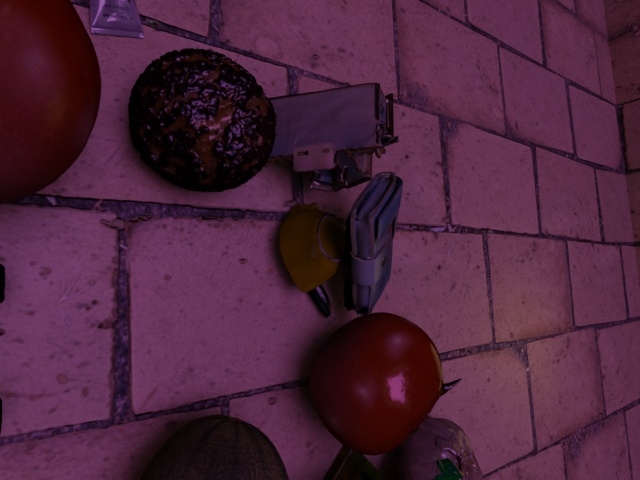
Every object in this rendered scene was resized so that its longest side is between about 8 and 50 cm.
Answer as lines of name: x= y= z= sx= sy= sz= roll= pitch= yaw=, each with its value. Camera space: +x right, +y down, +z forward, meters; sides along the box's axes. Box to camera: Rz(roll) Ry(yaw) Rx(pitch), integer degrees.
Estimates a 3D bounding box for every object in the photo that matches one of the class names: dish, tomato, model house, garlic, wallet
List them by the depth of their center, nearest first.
tomato: x=-0.414 y=-0.181 z=0.450 sx=0.321 sy=0.321 sz=0.321 roll=6 pitch=80 yaw=-35
tomato: x=0.104 y=0.261 z=0.797 sx=0.224 sy=0.256 sz=0.256 roll=48 pitch=58 yaw=-2
dish: x=0.000 y=0.000 z=0.833 sx=0.149 sy=0.080 sz=0.208 roll=30 pitch=54 yaw=-38
model house: x=0.026 y=-0.184 z=0.847 sx=0.206 sy=0.271 sz=0.178 roll=25 pitch=63 yaw=-69
wallet: x=0.104 y=0.011 z=0.847 sx=0.176 sy=0.075 sz=0.250 roll=-53 pitch=151 yaw=-46
garlic: x=0.260 y=0.497 z=0.919 sx=0.228 sy=0.152 sz=0.228 roll=20 pitch=63 yaw=-44

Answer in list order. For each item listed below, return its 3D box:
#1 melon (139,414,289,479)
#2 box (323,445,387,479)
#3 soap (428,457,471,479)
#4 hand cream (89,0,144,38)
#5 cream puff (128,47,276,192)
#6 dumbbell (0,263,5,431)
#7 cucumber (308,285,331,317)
melon: x=-0.154 y=0.407 z=0.590 sx=0.237 sy=0.237 sz=0.302 roll=20 pitch=67 yaw=-32
box: x=0.083 y=0.528 z=0.872 sx=0.193 sy=0.030 sz=0.121 roll=52 pitch=58 yaw=-17
soap: x=0.171 y=0.517 z=0.733 sx=0.098 sy=0.273 sz=0.218 roll=2 pitch=57 yaw=-23
hand cream: x=-0.343 y=-0.412 z=0.695 sx=0.084 sy=0.053 sz=0.142 roll=-14 pitch=101 yaw=-37
cream puff: x=-0.185 y=-0.197 z=0.692 sx=0.239 sy=0.165 sz=0.239 roll=3 pitch=81 yaw=-23
dumbbell: x=-0.447 y=0.130 z=0.472 sx=0.152 sy=0.152 sz=0.218 roll=2 pitch=82 yaw=-36
cucumber: x=-0.023 y=0.077 z=0.860 sx=0.184 sy=0.033 sz=0.036 roll=58 pitch=34 yaw=-11
